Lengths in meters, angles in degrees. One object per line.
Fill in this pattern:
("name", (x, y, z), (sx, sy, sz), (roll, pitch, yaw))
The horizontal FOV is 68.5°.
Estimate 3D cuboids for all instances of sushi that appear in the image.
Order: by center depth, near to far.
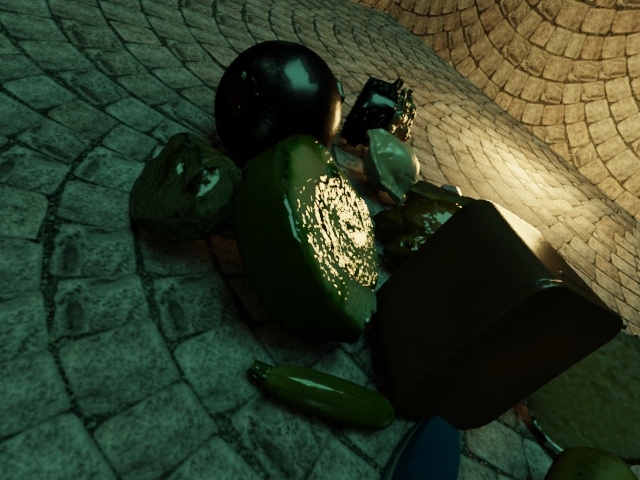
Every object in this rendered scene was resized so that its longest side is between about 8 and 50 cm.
("sushi", (0.190, -0.373, 1.469), (0.218, 0.238, 0.225), (31, 51, -9))

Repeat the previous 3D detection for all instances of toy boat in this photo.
("toy boat", (0.136, 0.374, 0.680), (0.096, 0.062, 0.299), (39, 36, 8))

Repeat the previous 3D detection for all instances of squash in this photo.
("squash", (0.008, 0.243, 0.734), (0.252, 0.066, 0.066), (22, 37, -14))

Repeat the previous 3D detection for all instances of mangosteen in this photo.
("mangosteen", (-0.084, -0.305, 1.126), (0.307, 0.307, 0.347), (48, 21, 20))

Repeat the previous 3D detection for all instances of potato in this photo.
("potato", (0.581, 0.309, 0.976), (0.237, 0.300, 0.289), (10, 71, -59))

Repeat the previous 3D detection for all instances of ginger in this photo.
("ginger", (0.289, 0.030, 1.142), (0.274, 0.152, 0.357), (-32, 68, -31))

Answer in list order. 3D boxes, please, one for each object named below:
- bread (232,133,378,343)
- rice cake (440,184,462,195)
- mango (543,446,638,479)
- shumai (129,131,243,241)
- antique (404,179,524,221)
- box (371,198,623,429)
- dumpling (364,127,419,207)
("bread", (0.000, 0.000, 0.851), (0.366, 0.129, 0.382), (9, 63, -63))
("rice cake", (0.420, -0.038, 1.384), (0.070, 0.064, 0.399), (10, 41, -15))
("mango", (0.398, 0.467, 0.701), (0.176, 0.176, 0.329), (9, 36, 41))
("shumai", (-0.215, -0.079, 0.886), (0.218, 0.189, 0.256), (27, 16, -40))
("antique", (0.387, -0.068, 1.301), (0.309, 0.087, 0.093), (26, 43, 21))
("box", (0.271, 0.131, 0.825), (0.239, 0.339, 0.229), (23, 31, -30))
("dumpling", (0.198, -0.200, 1.341), (0.258, 0.147, 0.193), (54, 38, -24))
